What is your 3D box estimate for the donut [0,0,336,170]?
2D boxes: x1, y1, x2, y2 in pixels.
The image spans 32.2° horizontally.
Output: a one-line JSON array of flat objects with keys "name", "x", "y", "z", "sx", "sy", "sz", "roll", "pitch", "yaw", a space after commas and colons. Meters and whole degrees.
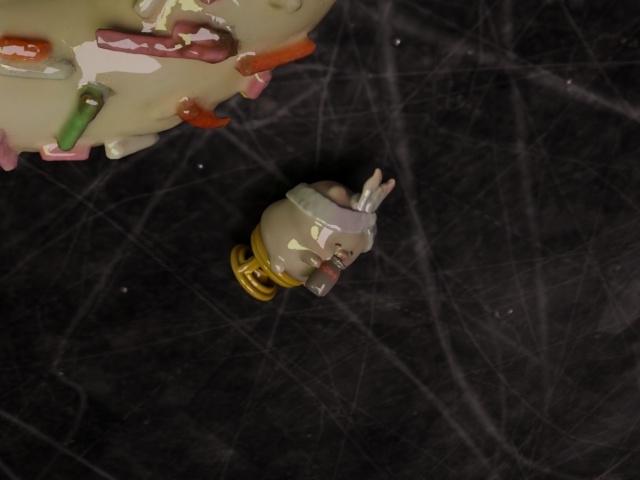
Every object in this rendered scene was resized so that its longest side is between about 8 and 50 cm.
[{"name": "donut", "x": -0.134, "y": -0.192, "z": 0.504, "sx": 0.383, "sy": 0.142, "sz": 0.382, "roll": -9, "pitch": 133, "yaw": -10}]

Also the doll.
[{"name": "doll", "x": 0.000, "y": 0.000, "z": 0.766, "sx": 0.127, "sy": 0.084, "sz": 0.073, "roll": -33, "pitch": 136, "yaw": 24}]
